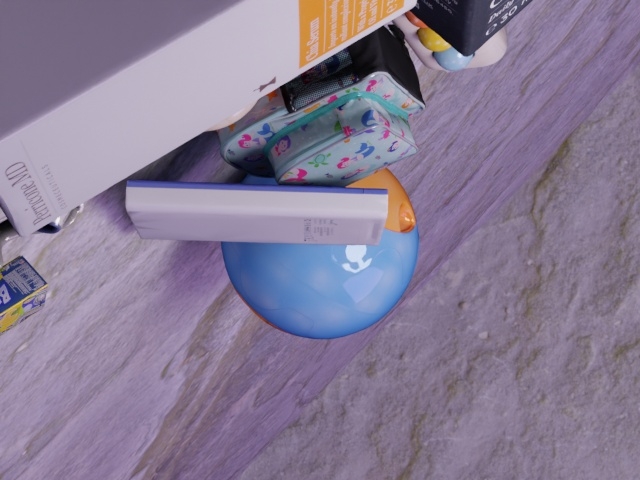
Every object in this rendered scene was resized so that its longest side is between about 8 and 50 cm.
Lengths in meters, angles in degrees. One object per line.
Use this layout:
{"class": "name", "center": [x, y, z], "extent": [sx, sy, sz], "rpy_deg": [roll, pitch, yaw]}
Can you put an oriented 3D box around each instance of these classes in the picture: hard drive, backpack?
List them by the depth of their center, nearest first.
{"class": "backpack", "center": [-0.009, -0.162, 1.958], "extent": [0.253, 0.191, 0.225], "rpy_deg": [-17, 165, 17]}
{"class": "hard drive", "center": [-0.079, -0.033, 1.988], "extent": [0.210, 0.318, 0.040], "rpy_deg": [96, -4, -79]}

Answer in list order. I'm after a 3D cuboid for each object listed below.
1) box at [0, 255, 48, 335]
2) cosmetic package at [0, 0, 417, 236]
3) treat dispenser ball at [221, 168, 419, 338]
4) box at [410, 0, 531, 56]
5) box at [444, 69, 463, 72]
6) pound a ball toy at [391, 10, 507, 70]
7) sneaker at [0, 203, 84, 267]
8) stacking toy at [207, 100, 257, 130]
{"class": "box", "center": [-0.411, 0.091, 1.867], "extent": [0.169, 0.054, 0.059], "rpy_deg": [-34, 161, -33]}
{"class": "cosmetic package", "center": [-0.132, -0.210, 1.405], "extent": [0.453, 0.161, 0.230], "rpy_deg": [-31, 165, -9]}
{"class": "treat dispenser ball", "center": [0.000, 0.000, 2.258], "extent": [0.288, 0.288, 0.288], "rpy_deg": [-41, 164, -14]}
{"class": "box", "center": [0.219, -0.514, 1.510], "extent": [0.480, 0.297, 0.472], "rpy_deg": [-42, 162, -11]}
{"class": "box", "center": [0.274, -0.397, 2.373], "extent": [0.324, 0.063, 0.067], "rpy_deg": [-53, 164, 27]}
{"class": "pound a ball toy", "center": [0.183, -0.317, 1.973], "extent": [0.208, 0.136, 0.319], "rpy_deg": [-3, 166, 18]}
{"class": "sneaker", "center": [-0.282, -0.076, 1.631], "extent": [0.297, 0.129, 0.111], "rpy_deg": [-41, 162, -20]}
{"class": "stacking toy", "center": [-0.120, -0.188, 1.720], "extent": [0.141, 0.141, 0.330], "rpy_deg": [-46, -179, 3]}
